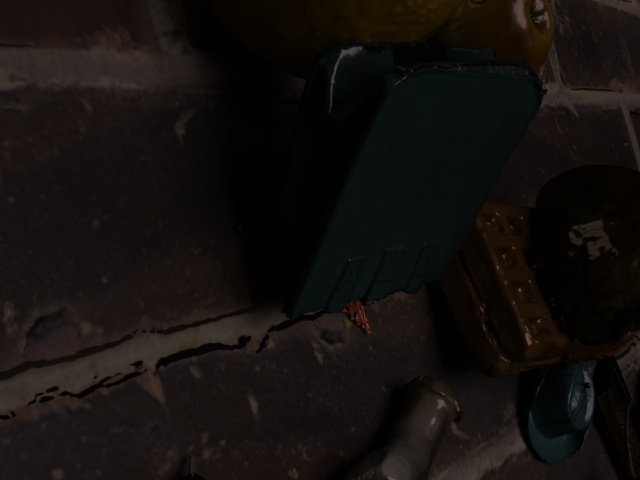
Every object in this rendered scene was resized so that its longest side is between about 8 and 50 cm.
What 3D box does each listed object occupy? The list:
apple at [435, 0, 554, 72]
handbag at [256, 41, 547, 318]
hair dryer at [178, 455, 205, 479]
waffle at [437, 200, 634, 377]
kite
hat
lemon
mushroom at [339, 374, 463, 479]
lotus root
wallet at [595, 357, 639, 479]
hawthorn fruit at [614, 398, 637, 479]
[{"bbox_3d":[0.257,-0.306,1.229,0.182,0.155,0.182,26,55,-45],"label":"apple"},{"bbox_3d":[0.071,-0.068,0.833,0.269,0.274,0.100,-13,43,-44],"label":"handbag"},{"bbox_3d":[-0.097,0.278,0.657,0.124,0.072,0.219,28,47,-44],"label":"hair dryer"},{"bbox_3d":[0.289,0.063,1.132,0.328,0.098,0.224,3,61,-47],"label":"waffle"},{"bbox_3d":[-0.001,0.000,0.915,0.222,0.008,0.125,41,48,-34],"label":"kite"},{"bbox_3d":[0.352,0.223,1.208,0.138,0.078,0.190,42,47,-29],"label":"hat"},{"bbox_3d":[0.024,-0.296,0.816,0.268,0.322,0.268,49,26,-35],"label":"lemon"},{"bbox_3d":[0.088,0.223,0.884,0.223,0.081,0.092,-37,125,-53],"label":"mushroom"},{"bbox_3d":[0.388,-0.014,1.094,0.142,0.210,0.314,57,19,-18],"label":"lotus root"},{"bbox_3d":[0.515,0.323,1.402,0.133,0.039,0.243,-43,113,-54],"label":"wallet"},{"bbox_3d":[0.478,0.376,1.257,0.165,0.165,0.285,18,57,-47],"label":"hawthorn fruit"}]
